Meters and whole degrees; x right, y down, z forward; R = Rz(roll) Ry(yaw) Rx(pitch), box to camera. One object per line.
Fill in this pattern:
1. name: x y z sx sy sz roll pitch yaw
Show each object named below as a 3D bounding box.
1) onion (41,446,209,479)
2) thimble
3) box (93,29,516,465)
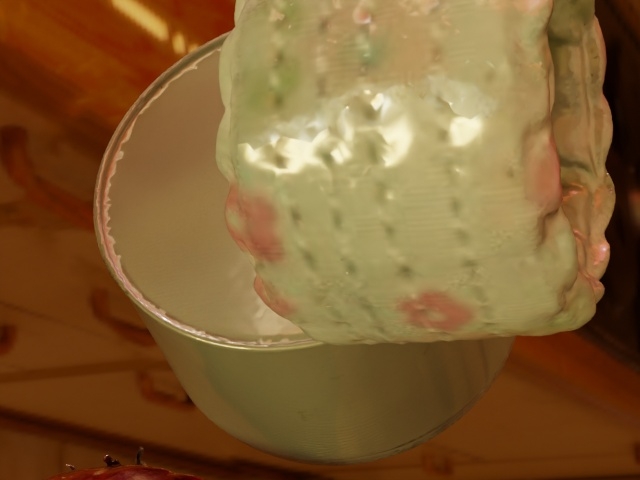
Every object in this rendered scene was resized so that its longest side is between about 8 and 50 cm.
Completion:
1. onion: -0.100 0.283 0.810 0.232 0.314 0.314 -51 129 -54
2. thimble: 0.049 -0.061 0.643 0.185 0.149 0.211 45 46 -60
3. box: 0.000 0.000 0.826 0.149 0.226 0.226 69 25 -54
